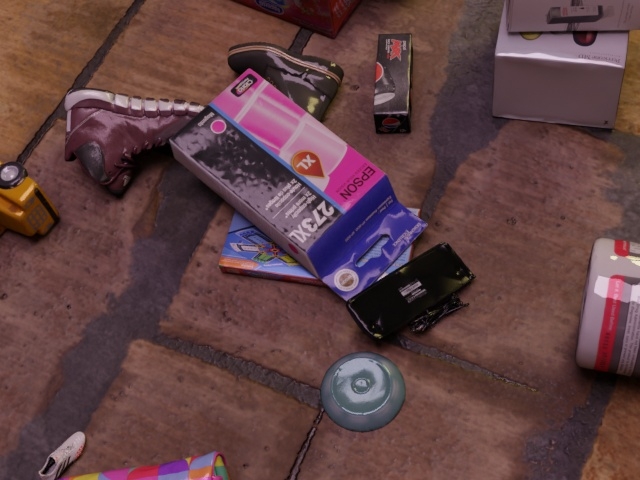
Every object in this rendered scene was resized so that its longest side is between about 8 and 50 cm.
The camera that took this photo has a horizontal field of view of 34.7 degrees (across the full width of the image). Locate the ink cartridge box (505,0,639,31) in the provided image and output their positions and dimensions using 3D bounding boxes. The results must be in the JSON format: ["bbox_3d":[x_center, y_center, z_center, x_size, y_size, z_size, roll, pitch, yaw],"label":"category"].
[{"bbox_3d":[0.382,-0.393,1.508,0.218,0.092,0.158,2,59,6],"label":"ink cartridge box"}]

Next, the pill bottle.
[{"bbox_3d":[0.499,0.105,1.320,0.319,0.176,0.176,9,61,14],"label":"pill bottle"}]

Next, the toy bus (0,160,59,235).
[{"bbox_3d":[-0.583,-0.093,1.634,0.333,0.108,0.130,27,67,22],"label":"toy bus"}]

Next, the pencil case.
[{"bbox_3d":[-0.233,0.339,1.333,0.236,0.104,0.104,-11,58,0],"label":"pencil case"}]

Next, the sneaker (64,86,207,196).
[{"bbox_3d":[-0.277,-0.145,1.645,0.281,0.106,0.162,8,85,1],"label":"sneaker"}]

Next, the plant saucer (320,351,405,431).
[{"bbox_3d":[0.057,0.204,1.415,0.119,0.021,0.119,-4,59,6],"label":"plant saucer"}]

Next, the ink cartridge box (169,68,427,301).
[{"bbox_3d":[-0.034,-0.087,1.523,0.371,0.069,0.176,40,72,16],"label":"ink cartridge box"}]

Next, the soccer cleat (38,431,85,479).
[{"bbox_3d":[-0.355,0.297,1.411,0.029,0.035,0.083,30,68,23],"label":"soccer cleat"}]

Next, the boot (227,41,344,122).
[{"bbox_3d":[-0.076,-0.243,1.675,0.198,0.077,0.137,12,67,16],"label":"boot"}]

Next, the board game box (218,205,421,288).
[{"bbox_3d":[0.000,0.000,1.542,0.281,0.027,0.145,8,60,12],"label":"board game box"}]

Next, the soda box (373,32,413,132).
[{"bbox_3d":[0.119,-0.256,1.662,0.060,0.053,0.169,0,59,8],"label":"soda box"}]

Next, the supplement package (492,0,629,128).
[{"bbox_3d":[0.377,-0.307,1.599,0.194,0.149,0.203,7,60,12],"label":"supplement package"}]

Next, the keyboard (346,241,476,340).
[{"bbox_3d":[0.133,0.085,1.462,0.192,0.038,0.100,-30,72,-22],"label":"keyboard"}]

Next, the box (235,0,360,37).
[{"bbox_3d":[-0.058,-0.471,1.775,0.257,0.122,0.128,24,66,21],"label":"box"}]
